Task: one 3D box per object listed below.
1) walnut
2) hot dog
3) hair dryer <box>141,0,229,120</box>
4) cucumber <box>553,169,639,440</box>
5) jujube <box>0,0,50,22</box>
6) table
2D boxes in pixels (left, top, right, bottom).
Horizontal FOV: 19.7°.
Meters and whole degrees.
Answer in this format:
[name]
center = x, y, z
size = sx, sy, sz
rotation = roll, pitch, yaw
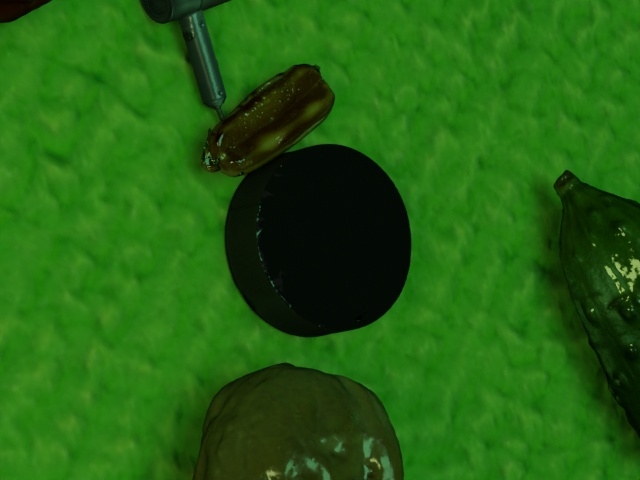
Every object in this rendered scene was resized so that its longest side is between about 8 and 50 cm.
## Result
[walnut]
center = -0.013, 0.162, 1.213
size = 0.166, 0.149, 0.166
rotation = 33, 51, -54
[hot dog]
center = -0.037, -0.082, 1.287
size = 0.122, 0.037, 0.049
rotation = -37, 88, -31
[hair dryer]
center = -0.079, -0.137, 1.275
size = 0.063, 0.037, 0.114
rotation = -23, 104, -35
[cucumber]
center = 0.257, 0.048, 1.430
size = 0.134, 0.134, 0.244
rotation = -40, 96, -31
[jujube]
center = -0.232, -0.254, 1.110
size = 0.174, 0.174, 0.250
rotation = -47, 120, -30
[table]
center = 0.000, 0.000, 1.301
size = 0.133, 0.043, 0.133
rotation = 6, 80, -33
